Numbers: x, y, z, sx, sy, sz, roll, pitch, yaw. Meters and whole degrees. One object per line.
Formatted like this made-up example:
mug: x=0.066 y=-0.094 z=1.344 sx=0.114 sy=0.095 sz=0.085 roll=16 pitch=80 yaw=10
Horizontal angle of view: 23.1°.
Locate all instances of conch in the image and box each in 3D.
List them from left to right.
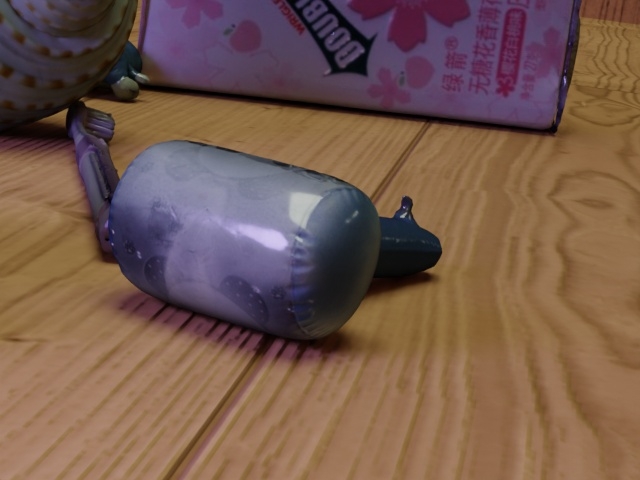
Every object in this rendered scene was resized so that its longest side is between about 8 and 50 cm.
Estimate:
conch: x=-0.200 y=-0.134 z=0.997 sx=0.172 sy=0.131 sz=0.200 roll=-49 pitch=7 yaw=-39

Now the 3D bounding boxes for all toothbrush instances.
toothbrush: x=-0.122 y=-0.043 z=0.883 sx=0.029 sy=0.024 sz=0.354 roll=13 pitch=10 yaw=-14

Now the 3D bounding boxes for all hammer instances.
hammer: x=0.000 y=0.000 z=0.696 sx=0.116 sy=0.069 sz=0.194 roll=14 pitch=6 yaw=31

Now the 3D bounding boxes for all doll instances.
doll: x=-0.169 y=-0.138 z=1.224 sx=0.076 sy=0.050 sz=0.083 roll=11 pitch=11 yaw=-4

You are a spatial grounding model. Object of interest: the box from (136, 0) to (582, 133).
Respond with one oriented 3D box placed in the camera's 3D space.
box: x=0.037 y=-0.203 z=1.307 sx=0.369 sy=0.190 sz=0.112 roll=5 pitch=13 yaw=-4
